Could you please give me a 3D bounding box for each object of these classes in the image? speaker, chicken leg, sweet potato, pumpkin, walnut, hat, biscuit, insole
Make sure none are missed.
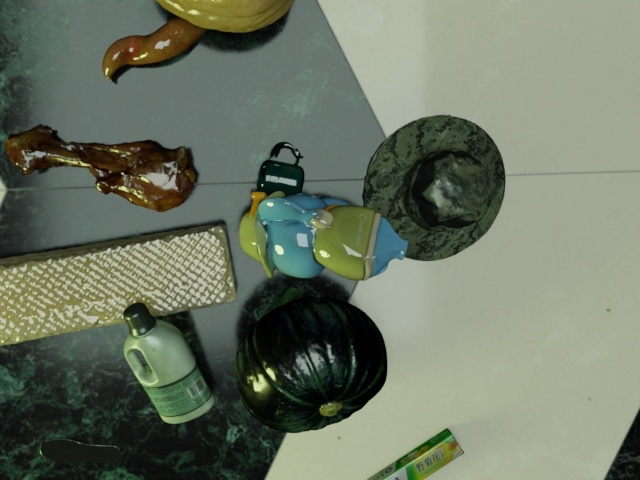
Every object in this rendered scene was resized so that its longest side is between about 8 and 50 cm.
[{"bbox_3d":[-0.062,-0.117,1.165,0.075,0.060,0.095,10,95,-9],"label":"speaker"},{"bbox_3d":[-0.349,-0.124,1.126,0.304,0.093,0.113,14,77,0],"label":"chicken leg"},{"bbox_3d":[-0.257,-0.315,1.122,0.202,0.058,0.055,-23,110,-5],"label":"sweet potato"},{"bbox_3d":[-0.027,0.177,1.142,0.247,0.248,0.248,-1,97,-7],"label":"pumpkin"},{"bbox_3d":[-0.151,-0.426,1.039,0.260,0.225,0.225,15,95,1],"label":"walnut"},{"bbox_3d":[0.209,-0.084,1.170,0.265,0.128,0.266,-1,96,-10],"label":"hat"},{"bbox_3d":[-0.354,0.074,1.144,0.425,0.078,0.144,-9,99,-5],"label":"biscuit"},{"bbox_3d":[-0.413,0.364,1.209,0.134,0.002,0.045,6,97,-7],"label":"insole"}]

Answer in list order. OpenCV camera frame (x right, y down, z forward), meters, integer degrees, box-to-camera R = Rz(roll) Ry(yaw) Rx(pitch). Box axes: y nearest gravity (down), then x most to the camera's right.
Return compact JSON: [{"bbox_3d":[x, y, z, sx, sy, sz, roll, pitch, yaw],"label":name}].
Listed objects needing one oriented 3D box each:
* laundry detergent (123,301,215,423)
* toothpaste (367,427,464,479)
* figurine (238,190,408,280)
[{"bbox_3d":[-0.256,0.195,1.136,0.099,0.070,0.226,-15,122,10],"label":"laundry detergent"},{"bbox_3d":[0.171,0.407,1.265,0.178,0.037,0.043,-32,100,-2],"label":"toothpaste"},{"bbox_3d":[-0.001,0.003,1.127,0.261,0.180,0.154,15,89,0],"label":"figurine"}]
